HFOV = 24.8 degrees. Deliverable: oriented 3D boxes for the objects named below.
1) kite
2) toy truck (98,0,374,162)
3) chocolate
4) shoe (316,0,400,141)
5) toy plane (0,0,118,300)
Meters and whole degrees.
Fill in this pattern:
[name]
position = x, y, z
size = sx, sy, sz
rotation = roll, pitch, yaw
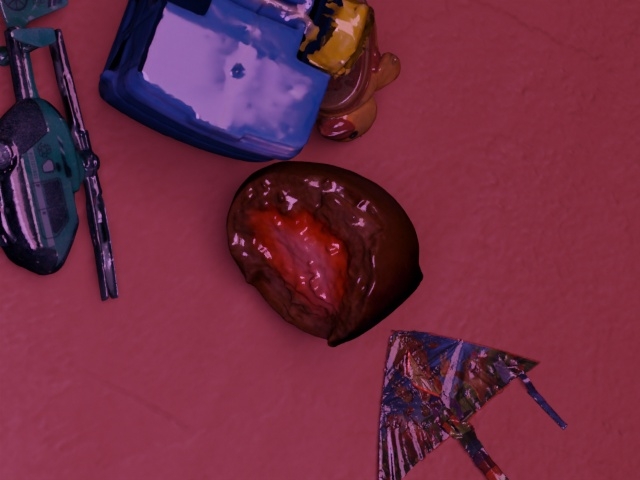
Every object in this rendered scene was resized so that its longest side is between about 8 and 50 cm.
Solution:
[kite]
position = 0.102, 0.133, 1.121
size = 0.183, 0.010, 0.160
rotation = -38, 97, -25
[toy truck]
position = -0.033, -0.241, 1.045
size = 0.161, 0.162, 0.385
rotation = 22, 74, -19
[chocolate]
position = 0.000, 0.000, 1.036
size = 0.124, 0.127, 0.133
rotation = -33, 99, 3
[shoe]
position = 0.024, -0.130, 1.102
size = 0.072, 0.069, 0.109
rotation = -15, 73, 11
[toy plane]
position = -0.196, -0.069, 0.999
size = 0.096, 0.060, 0.235
rotation = -9, 88, -33
